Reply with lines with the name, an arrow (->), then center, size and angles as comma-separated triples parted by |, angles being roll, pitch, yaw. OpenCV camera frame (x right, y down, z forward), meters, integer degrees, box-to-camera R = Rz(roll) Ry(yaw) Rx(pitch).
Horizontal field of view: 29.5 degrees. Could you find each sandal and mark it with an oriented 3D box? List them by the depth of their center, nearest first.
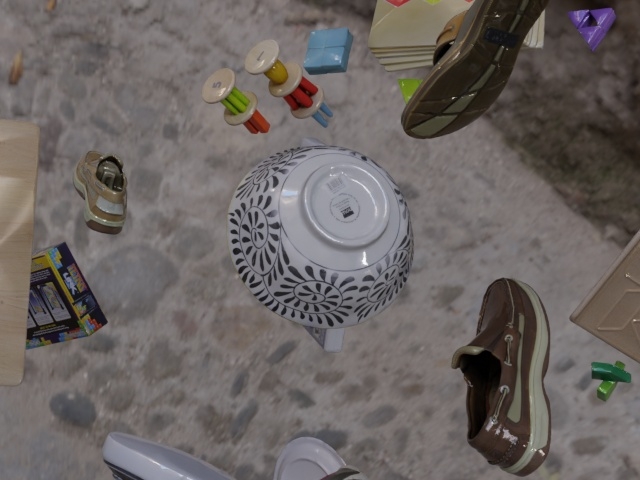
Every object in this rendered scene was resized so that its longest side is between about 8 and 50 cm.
sandal -> 0.121, -0.158, 0.960 | 0.072, 0.180, 0.049 | 13, 26, -38

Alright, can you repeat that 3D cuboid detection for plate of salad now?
plate of salad -> -0.001, 0.403, 1.894 | 0.048, 0.200, 0.200 | -8, 66, -43

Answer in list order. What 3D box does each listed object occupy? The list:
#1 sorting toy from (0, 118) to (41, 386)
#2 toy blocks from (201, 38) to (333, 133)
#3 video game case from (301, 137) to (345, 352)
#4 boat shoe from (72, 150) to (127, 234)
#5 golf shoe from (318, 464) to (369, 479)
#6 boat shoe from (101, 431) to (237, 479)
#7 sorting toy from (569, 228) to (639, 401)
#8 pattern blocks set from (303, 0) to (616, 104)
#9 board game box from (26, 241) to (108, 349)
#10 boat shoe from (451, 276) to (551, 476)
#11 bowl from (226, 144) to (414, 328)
sorting toy -> -0.413, 0.005, 1.173 | 0.257, 0.089, 0.255 | 4, 87, -17
toy blocks -> -0.062, -0.176, 1.563 | 0.123, 0.148, 0.054 | -31, 46, 19
video game case -> 0.000, 0.000, 1.352 | 0.023, 0.183, 0.201 | 4, 104, -19
boat shoe -> -0.273, -0.080, 1.559 | 0.068, 0.072, 0.190 | 9, 25, -24
golf shoe -> -0.042, 0.363, 1.384 | 0.273, 0.120, 0.105 | -37, 102, 8
boat shoe -> -0.104, 0.302, 1.251 | 0.301, 0.108, 0.102 | 28, 90, 2
sorting toy -> 0.145, 0.037, 0.568 | 0.062, 0.083, 0.012 | 29, 17, -23
pattern blocks set -> 0.145, -0.248, 1.231 | 0.325, 0.026, 0.285 | 11, 73, 30
board game box -> -0.417, 0.086, 1.840 | 0.048, 0.170, 0.141 | -37, 107, -46
boat shoe -> 0.195, 0.131, 1.339 | 0.095, 0.095, 0.257 | 23, 39, -19
bowl -> 0.012, -0.017, 1.020 | 0.170, 0.080, 0.170 | 6, 69, -16
